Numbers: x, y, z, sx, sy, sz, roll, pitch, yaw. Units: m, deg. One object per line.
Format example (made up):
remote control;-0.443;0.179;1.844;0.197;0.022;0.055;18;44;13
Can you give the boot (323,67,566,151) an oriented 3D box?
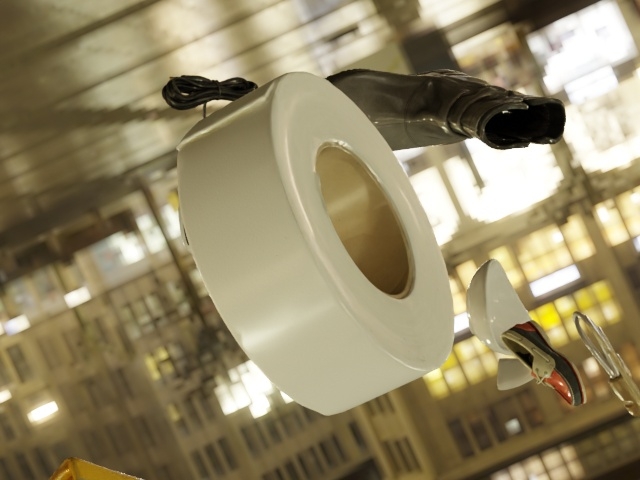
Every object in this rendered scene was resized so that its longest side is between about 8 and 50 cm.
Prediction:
boot;0.150;-0.167;2.192;0.338;0.118;0.223;-17;-157;-33

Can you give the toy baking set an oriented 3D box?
toy baking set;0.365;0.178;1.967;0.030;0.197;0.256;-34;157;8

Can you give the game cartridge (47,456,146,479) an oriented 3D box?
game cartridge;-0.202;0.365;1.682;0.324;0.052;0.285;25;115;-39

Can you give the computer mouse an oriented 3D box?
computer mouse;-0.103;-0.074;1.622;0.106;0.193;0.042;4;166;-38

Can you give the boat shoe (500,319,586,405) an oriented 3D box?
boat shoe;0.259;0.145;1.895;0.043;0.137;0.049;-18;136;-19

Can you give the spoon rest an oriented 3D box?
spoon rest;0.275;0.130;2.408;0.084;0.137;0.276;-4;147;16

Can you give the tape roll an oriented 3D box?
tape roll;0.000;0.000;1.398;0.100;0.286;0.286;-27;-179;24
